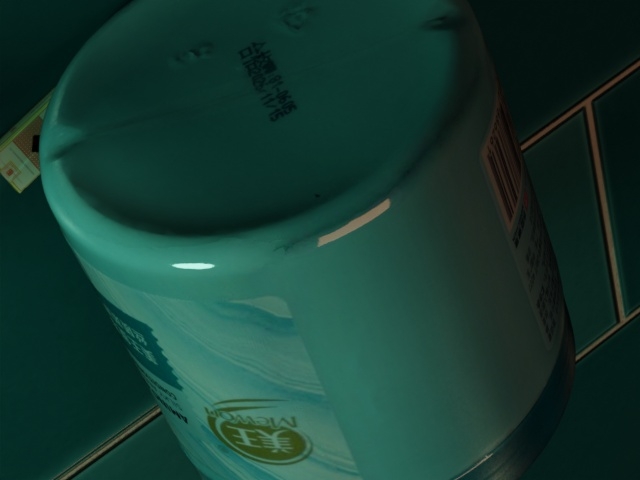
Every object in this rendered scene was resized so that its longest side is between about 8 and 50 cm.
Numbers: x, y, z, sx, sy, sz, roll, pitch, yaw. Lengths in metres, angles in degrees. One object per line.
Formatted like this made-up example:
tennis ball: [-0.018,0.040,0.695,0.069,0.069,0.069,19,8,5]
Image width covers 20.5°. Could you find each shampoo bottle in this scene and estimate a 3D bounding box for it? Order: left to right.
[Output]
shampoo bottle: [0.000,0.000,1.317,0.331,0.331,0.343,-37,137,-14]

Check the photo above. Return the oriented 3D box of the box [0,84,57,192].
box: [-0.207,-0.078,1.316,0.083,0.012,0.046,-44,140,-7]
